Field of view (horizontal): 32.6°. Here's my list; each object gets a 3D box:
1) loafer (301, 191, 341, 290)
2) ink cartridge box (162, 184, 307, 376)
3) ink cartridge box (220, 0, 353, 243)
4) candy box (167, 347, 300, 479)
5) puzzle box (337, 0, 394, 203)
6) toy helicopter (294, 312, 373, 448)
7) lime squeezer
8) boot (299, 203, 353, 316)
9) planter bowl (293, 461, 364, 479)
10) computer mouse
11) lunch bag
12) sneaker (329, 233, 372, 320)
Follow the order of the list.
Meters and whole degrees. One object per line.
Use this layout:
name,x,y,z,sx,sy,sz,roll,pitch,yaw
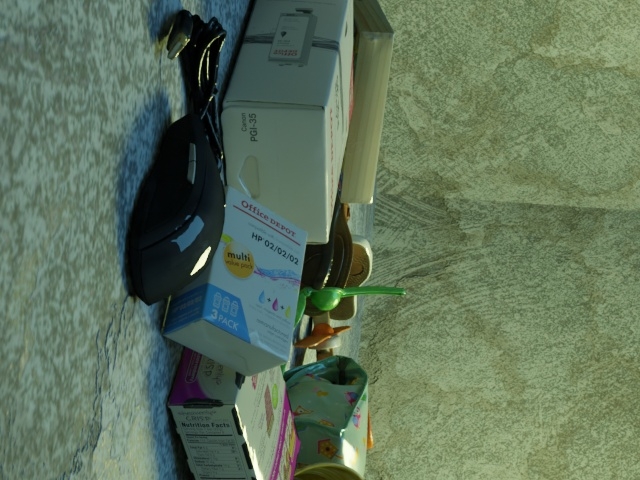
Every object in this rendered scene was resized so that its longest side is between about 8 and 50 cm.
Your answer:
loafer,-0.015,-0.030,1.723,0.080,0.078,0.220,115,-16,-56
ink cartridge box,-0.074,0.023,1.032,0.104,0.061,0.181,31,50,-32
ink cartridge box,-0.031,-0.160,1.306,0.283,0.117,0.207,-80,172,-47
candy box,-0.083,0.191,1.134,0.159,0.071,0.233,-78,163,-51
puzzle box,0.044,-0.267,1.752,0.409,0.052,0.272,-103,-163,-61
toy helicopter,0.006,0.230,2.089,0.355,0.140,0.235,-97,178,-61
lime squeezer,0.004,0.116,1.726,0.310,0.110,0.059,-35,161,-33
boot,0.000,0.000,1.900,0.220,0.109,0.283,84,4,-80
planter bowl,-0.036,0.405,1.569,0.090,0.217,0.217,20,-69,53
computer mouse,-0.105,-0.079,0.924,0.262,0.060,0.184,-79,172,-52
lunch bag,-0.002,0.326,1.749,0.262,0.160,0.223,-55,149,-68
sneaker,0.049,0.051,2.369,0.290,0.106,0.123,104,-9,-55
